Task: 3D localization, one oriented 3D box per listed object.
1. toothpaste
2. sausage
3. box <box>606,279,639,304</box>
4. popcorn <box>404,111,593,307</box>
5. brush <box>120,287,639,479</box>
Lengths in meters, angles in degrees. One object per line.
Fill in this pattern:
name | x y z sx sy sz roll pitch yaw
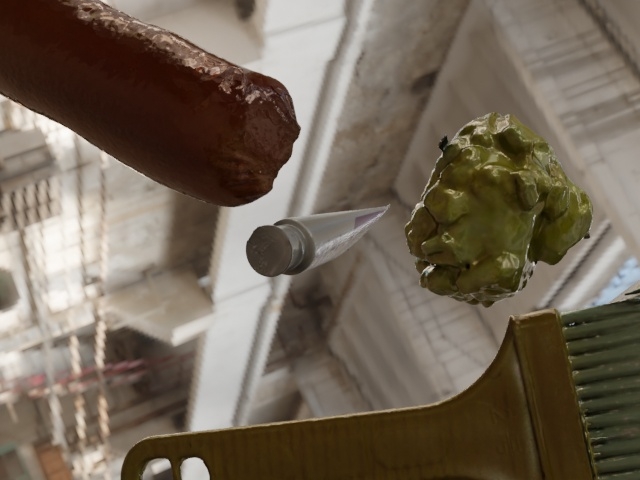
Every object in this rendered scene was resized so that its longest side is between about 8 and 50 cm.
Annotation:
toothpaste | 0.000 0.000 1.635 0.114 0.299 0.073 -45 -104 23
sausage | -0.139 -0.108 0.787 0.300 0.089 0.083 28 -10 32
box | 0.274 0.189 1.039 0.200 0.343 0.065 44 -47 4
popcorn | 0.143 -0.028 1.037 0.142 0.173 0.173 48 -25 18
brush | 0.028 0.074 0.433 0.010 0.218 0.083 12 67 -73
